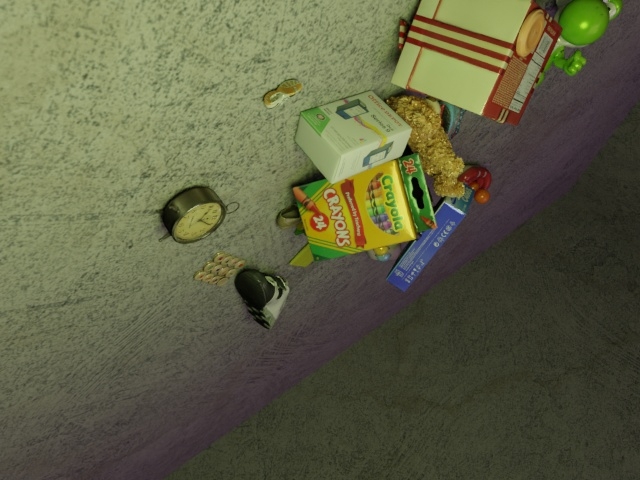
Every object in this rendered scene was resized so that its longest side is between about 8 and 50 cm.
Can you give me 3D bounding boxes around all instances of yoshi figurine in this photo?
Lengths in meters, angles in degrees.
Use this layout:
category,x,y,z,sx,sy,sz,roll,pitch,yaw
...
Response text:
category,x,y,z,sx,sy,sz,roll,pitch,yaw
yoshi figurine,0.581,-0.500,1.314,0.203,0.203,0.362,26,134,-31

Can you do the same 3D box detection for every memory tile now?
category,x,y,z,sx,sy,sz,roll,pitch,yaw
memory tile,-0.276,0.081,1.416,0.113,0.012,0.148,-41,158,8

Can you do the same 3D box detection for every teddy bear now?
category,x,y,z,sx,sy,sz,roll,pitch,yaw
teddy bear,0.292,-0.249,1.326,0.113,0.245,0.338,-28,117,15

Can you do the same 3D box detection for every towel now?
category,x,y,z,sx,sy,sz,roll,pitch,yaw
towel,0.000,0.000,1.676,0.237,0.021,0.102,-45,151,18

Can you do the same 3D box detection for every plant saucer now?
category,x,y,z,sx,sy,sz,roll,pitch,yaw
plant saucer,0.390,-0.382,0.946,0.083,0.013,0.084,-34,142,-32

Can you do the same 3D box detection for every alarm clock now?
category,x,y,z,sx,sy,sz,roll,pitch,yaw
alarm clock,-0.257,-0.060,1.111,0.192,0.064,0.129,-14,147,-42

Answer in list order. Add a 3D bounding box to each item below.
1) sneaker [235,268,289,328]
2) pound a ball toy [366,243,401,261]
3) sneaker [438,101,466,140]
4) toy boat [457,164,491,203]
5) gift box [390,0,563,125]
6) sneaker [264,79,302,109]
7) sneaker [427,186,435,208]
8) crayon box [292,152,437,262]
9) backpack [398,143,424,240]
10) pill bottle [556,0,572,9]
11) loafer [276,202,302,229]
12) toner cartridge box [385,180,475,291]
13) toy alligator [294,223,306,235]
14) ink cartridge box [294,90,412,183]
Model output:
category,x,y,z,sx,sy,sz,roll,pitch,yaw
sneaker,-0.169,0.148,1.603,0.146,0.122,0.331,-50,162,-22
pound a ball toy,0.241,-0.022,1.720,0.208,0.136,0.319,-1,161,11
sneaker,0.365,-0.308,1.534,0.125,0.104,0.262,-28,156,-28
toy boat,0.608,-0.206,2.029,0.231,0.151,0.151,-9,144,-50
gift box,0.329,-0.416,1.090,0.255,0.258,0.276,0,117,-54
sneaker,-0.075,-0.286,1.009,0.083,0.032,0.037,-29,170,-10
sneaker,0.282,-0.149,1.749,0.234,0.106,0.078,-1,166,-19
crayon box,0.110,-0.081,1.275,0.318,0.202,0.081,-15,-171,17
backpack,0.201,-0.125,1.446,0.213,0.277,0.263,-17,178,30
pill bottle,0.715,-0.651,1.404,0.180,0.108,0.108,-12,146,-48
loafer,-0.052,-0.079,1.395,0.148,0.056,0.050,-32,163,-15
toner cartridge box,0.331,-0.011,1.564,0.348,0.075,0.165,-60,175,38
toy alligator,-0.013,-0.069,1.477,0.056,0.051,0.190,-8,143,-52
ink cartridge box,0.073,-0.237,1.154,0.212,0.154,0.093,-24,152,-30
